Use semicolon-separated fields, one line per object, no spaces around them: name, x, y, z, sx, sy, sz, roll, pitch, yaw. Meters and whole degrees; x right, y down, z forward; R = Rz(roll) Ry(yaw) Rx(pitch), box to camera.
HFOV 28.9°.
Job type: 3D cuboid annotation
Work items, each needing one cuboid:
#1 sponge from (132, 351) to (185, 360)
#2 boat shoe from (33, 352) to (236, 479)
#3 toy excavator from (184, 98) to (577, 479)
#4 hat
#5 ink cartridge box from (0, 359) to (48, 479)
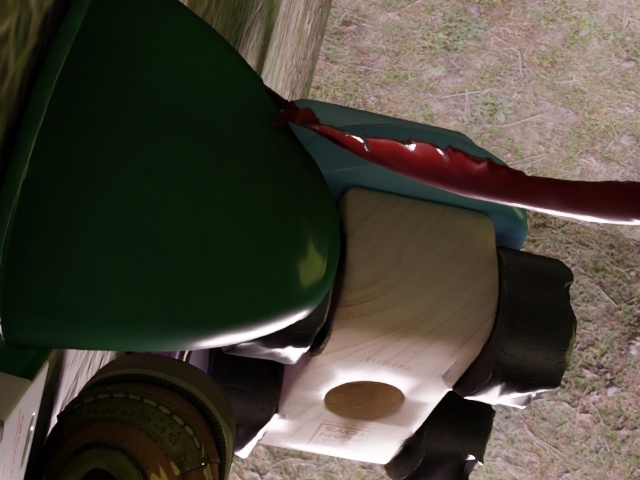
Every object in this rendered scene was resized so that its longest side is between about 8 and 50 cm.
sponge;-0.093;0.026;0.848;0.117;0.031;0.210;111;-6;-74
boat shoe;-0.111;0.207;0.566;0.104;0.111;0.307;-64;161;-73
toy excavator;0.015;-0.014;1.029;0.433;0.222;0.445;118;-20;-52
hat;0.000;0.000;0.420;0.208;0.184;0.173;-76;-177;-71
ink cartridge box;-0.097;0.063;0.317;0.083;0.028;0.048;-75;-178;-72
